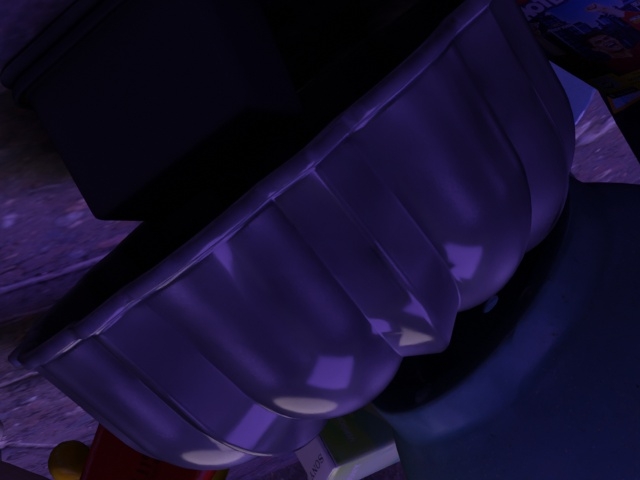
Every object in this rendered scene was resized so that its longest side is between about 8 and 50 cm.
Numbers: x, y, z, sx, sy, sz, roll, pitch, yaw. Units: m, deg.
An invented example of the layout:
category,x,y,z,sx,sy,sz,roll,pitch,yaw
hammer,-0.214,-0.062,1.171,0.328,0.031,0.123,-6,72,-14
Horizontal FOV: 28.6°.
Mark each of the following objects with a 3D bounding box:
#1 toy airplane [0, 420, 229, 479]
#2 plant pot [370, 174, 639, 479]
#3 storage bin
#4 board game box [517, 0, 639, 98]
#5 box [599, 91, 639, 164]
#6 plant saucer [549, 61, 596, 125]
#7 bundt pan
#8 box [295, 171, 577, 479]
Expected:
category,x,y,z,sx,sy,sz,roll,pitch,yaw
toy airplane,-0.147,0.237,0.975,0.384,0.386,0.272,-19,151,-24
plant pot,0.151,0.079,0.745,0.293,0.196,0.293,-47,-162,20
storage bin,-0.074,-0.073,0.624,0.135,0.091,0.098,-33,164,26
board game box,0.178,-0.166,0.698,0.194,0.060,0.194,25,154,-33
box,0.364,-0.139,1.041,0.247,0.142,0.163,-9,158,-49
plant saucer,0.117,-0.097,0.908,0.195,0.037,0.195,-25,147,-18
bundt pan,0.000,0.000,0.673,0.331,0.124,0.331,-37,-171,7
box,0.083,0.030,0.961,0.322,0.232,0.058,-20,152,-26
